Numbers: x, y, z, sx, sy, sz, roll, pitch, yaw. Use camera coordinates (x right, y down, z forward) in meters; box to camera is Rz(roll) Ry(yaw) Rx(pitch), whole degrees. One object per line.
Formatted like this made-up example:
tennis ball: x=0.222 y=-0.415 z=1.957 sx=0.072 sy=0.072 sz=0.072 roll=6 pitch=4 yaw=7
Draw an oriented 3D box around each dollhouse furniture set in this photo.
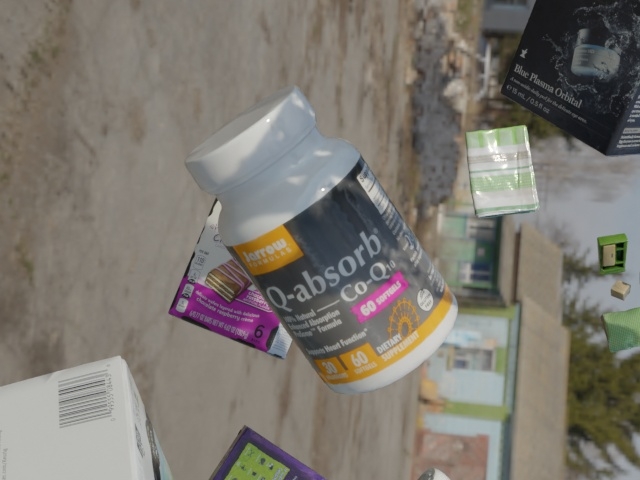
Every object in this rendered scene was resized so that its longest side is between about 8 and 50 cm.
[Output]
dollhouse furniture set: x=0.391 y=0.064 z=1.309 sx=0.152 sy=0.076 sz=0.058 roll=-91 pitch=170 yaw=-45

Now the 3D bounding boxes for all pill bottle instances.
pill bottle: x=0.000 y=0.000 z=1.004 sx=0.278 sy=0.162 sz=0.162 roll=55 pitch=23 yaw=-15

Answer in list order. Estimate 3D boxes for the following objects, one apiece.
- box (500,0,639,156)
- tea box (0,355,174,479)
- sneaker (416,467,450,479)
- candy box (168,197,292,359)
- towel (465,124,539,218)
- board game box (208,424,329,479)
box: x=0.296 y=-0.193 z=1.082 sx=0.093 sy=0.156 sz=0.158 roll=-7 pitch=125 yaw=-42
tea box: x=-0.254 y=0.364 z=1.080 sx=0.329 sy=0.220 sz=0.323 roll=-110 pitch=-173 yaw=-51
sneaker: x=0.204 y=0.517 z=1.765 sx=0.366 sy=0.150 sz=0.135 roll=99 pitch=14 yaw=-50
candy box: x=-0.083 y=0.022 z=1.379 sx=0.233 sy=0.159 sz=0.071 roll=-69 pitch=159 yaw=-7
towel: x=0.311 y=-0.118 z=1.768 sx=0.023 sy=0.113 sz=0.152 roll=117 pitch=-34 yaw=-85
board game box: x=-0.124 y=0.479 z=1.546 sx=0.347 sy=0.208 sz=0.056 roll=-56 pitch=-177 yaw=-10
